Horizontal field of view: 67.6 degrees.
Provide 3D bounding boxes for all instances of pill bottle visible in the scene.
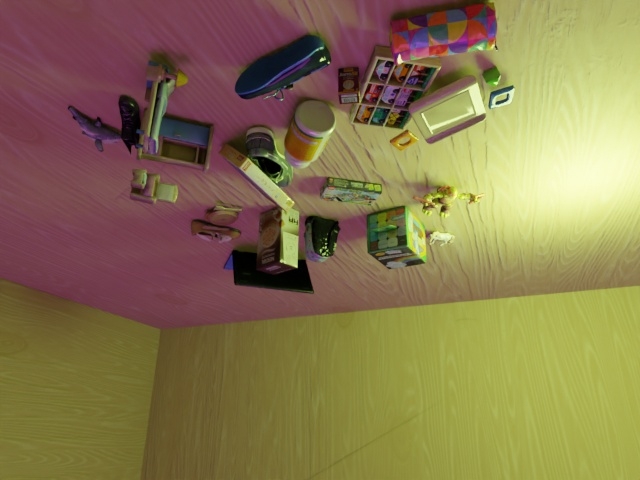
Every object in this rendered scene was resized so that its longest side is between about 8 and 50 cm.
[{"bbox_3d":[-0.040,-0.298,1.386,0.118,0.117,0.208,7,156,-15],"label":"pill bottle"}]

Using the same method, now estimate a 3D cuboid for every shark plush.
[{"bbox_3d":[-0.669,-0.342,1.414,0.067,0.073,0.161,-29,127,16],"label":"shark plush"}]

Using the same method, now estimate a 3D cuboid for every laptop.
[{"bbox_3d":[-0.275,0.196,2.417,0.382,0.408,0.236,8,122,-18],"label":"laptop"}]

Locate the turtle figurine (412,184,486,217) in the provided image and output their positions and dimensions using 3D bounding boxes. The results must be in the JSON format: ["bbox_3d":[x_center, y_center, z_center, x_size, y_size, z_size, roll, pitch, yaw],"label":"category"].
[{"bbox_3d":[0.446,-0.153,1.760,0.270,0.087,0.217,-6,165,-8],"label":"turtle figurine"}]

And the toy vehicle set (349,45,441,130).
[{"bbox_3d":[0.187,-0.392,1.265,0.166,0.035,0.267,4,157,-9],"label":"toy vehicle set"}]

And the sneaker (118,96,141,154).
[{"bbox_3d":[-0.544,-0.324,1.367,0.051,0.089,0.170,4,157,-8],"label":"sneaker"}]

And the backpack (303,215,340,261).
[{"bbox_3d":[0.000,0.000,2.002,0.152,0.182,0.115,8,156,-19],"label":"backpack"}]

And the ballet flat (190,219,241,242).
[{"bbox_3d":[-0.458,-0.024,2.089,0.232,0.073,0.080,15,153,-31],"label":"ballet flat"}]

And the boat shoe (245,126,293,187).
[{"bbox_3d":[-0.165,-0.238,1.550,0.116,0.099,0.319,-6,157,9],"label":"boat shoe"}]

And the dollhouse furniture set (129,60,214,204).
[{"bbox_3d":[-0.378,-0.261,1.263,0.198,0.286,0.303,9,167,-19],"label":"dollhouse furniture set"}]

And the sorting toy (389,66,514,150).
[{"bbox_3d":[0.343,-0.356,1.299,0.348,0.047,0.196,-23,153,19],"label":"sorting toy"}]

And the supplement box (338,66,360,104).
[{"bbox_3d":[0.073,-0.390,1.210,0.055,0.083,0.043,-3,156,8],"label":"supplement box"}]

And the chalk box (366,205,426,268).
[{"bbox_3d":[0.301,-0.018,1.966,0.180,0.179,0.289,-11,153,27],"label":"chalk box"}]

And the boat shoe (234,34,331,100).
[{"bbox_3d":[-0.091,-0.398,1.171,0.258,0.109,0.089,-11,158,29],"label":"boat shoe"}]

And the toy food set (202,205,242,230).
[{"bbox_3d":[-0.405,-0.102,1.964,0.132,0.038,0.192,5,152,-30],"label":"toy food set"}]

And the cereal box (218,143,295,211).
[{"bbox_3d":[-0.204,-0.199,1.528,0.240,0.047,0.173,44,175,-42],"label":"cereal box"}]

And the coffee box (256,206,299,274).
[{"bbox_3d":[-0.170,-0.001,1.918,0.141,0.246,0.098,-19,150,38],"label":"coffee box"}]

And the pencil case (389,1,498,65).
[{"bbox_3d":[0.271,-0.450,1.053,0.236,0.104,0.104,-3,157,11],"label":"pencil case"}]

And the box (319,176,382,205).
[{"bbox_3d":[0.110,-0.179,1.765,0.207,0.036,0.114,6,156,-13],"label":"box"}]

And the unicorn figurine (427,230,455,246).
[{"bbox_3d":[0.526,-0.012,2.139,0.162,0.060,0.111,-10,160,-18],"label":"unicorn figurine"}]
